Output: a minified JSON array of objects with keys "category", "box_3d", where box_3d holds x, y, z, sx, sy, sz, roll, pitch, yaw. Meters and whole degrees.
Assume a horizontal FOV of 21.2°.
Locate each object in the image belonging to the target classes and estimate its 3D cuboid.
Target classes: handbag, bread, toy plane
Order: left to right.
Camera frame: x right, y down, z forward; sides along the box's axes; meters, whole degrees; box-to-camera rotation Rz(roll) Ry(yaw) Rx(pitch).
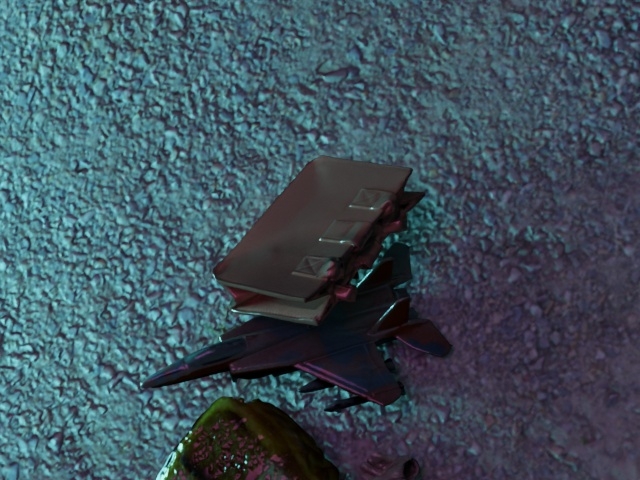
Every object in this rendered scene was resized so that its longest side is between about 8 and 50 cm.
[{"category":"bread","box_3d":[-0.065,0.283,1.812,0.222,0.096,0.181,41,93,30]},{"category":"toy plane","box_3d":[-0.034,0.110,1.844,0.326,0.104,0.223,-21,62,-2]},{"category":"handbag","box_3d":[0.000,0.000,1.829,0.157,0.059,0.212,8,46,40]}]

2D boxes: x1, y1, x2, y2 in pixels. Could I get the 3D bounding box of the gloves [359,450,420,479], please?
[{"category":"gloves","box_3d":[0.074,0.244,1.794,0.081,0.037,0.044,5,35,41]}]
